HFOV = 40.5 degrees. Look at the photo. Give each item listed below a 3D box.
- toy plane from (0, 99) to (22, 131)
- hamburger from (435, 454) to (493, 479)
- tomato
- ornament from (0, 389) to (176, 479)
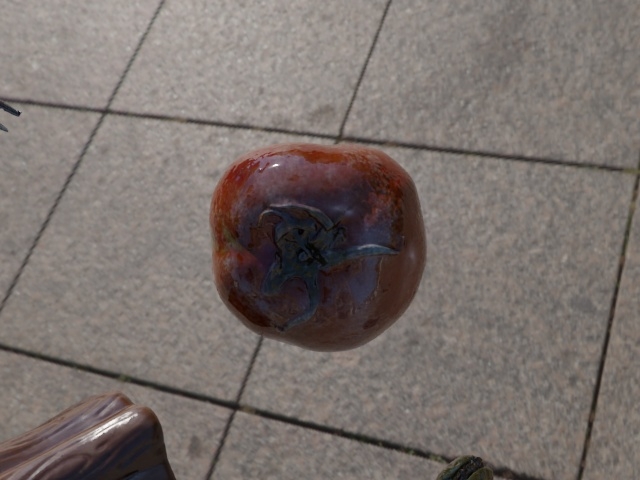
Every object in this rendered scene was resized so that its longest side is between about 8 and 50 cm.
[{"bbox_3d":[-0.293,-0.120,0.724,0.083,0.078,0.031,50,117,29],"label":"toy plane"},{"bbox_3d":[0.137,0.249,0.846,0.076,0.083,0.044,-23,37,-33],"label":"hamburger"},{"bbox_3d":[0.000,0.004,0.899,0.232,0.188,0.232,3,104,12],"label":"tomato"},{"bbox_3d":[-0.284,0.278,0.886,0.217,0.235,0.221,-16,45,-41],"label":"ornament"}]
